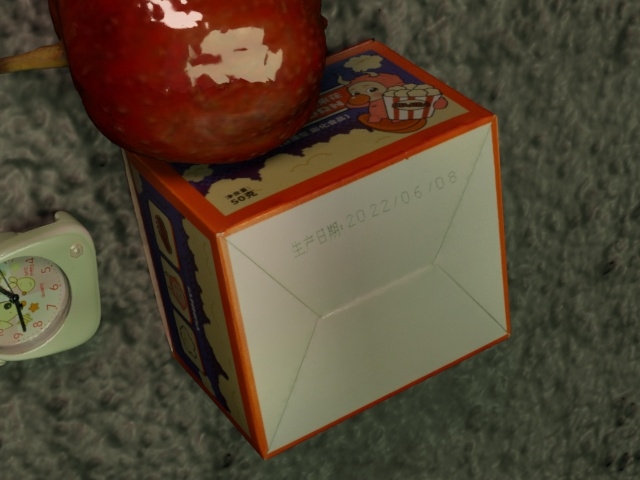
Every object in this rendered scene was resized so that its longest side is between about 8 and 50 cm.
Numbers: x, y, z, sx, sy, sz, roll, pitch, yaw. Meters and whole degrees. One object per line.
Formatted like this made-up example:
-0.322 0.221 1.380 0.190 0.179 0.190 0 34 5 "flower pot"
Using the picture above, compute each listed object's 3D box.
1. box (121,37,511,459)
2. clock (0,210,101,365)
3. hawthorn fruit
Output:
0.000 0.000 1.630 0.349 0.257 0.318 -25 126 -20 "box"
-0.336 0.058 1.557 0.191 0.062 0.151 -16 123 -27 "clock"
-0.157 -0.206 1.424 0.330 0.287 0.287 -13 122 -12 "hawthorn fruit"
